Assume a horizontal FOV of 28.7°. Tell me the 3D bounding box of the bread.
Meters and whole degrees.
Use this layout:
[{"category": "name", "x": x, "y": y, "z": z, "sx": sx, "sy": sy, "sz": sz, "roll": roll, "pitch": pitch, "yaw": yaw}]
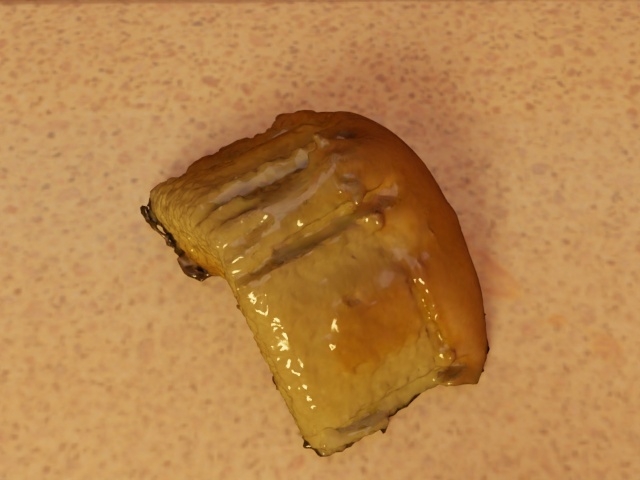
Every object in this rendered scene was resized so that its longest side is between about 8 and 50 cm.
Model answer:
[{"category": "bread", "x": -0.003, "y": -0.008, "z": 0.807, "sx": 0.174, "sy": 0.133, "sz": 0.251, "roll": -27, "pitch": 61, "yaw": -13}]
